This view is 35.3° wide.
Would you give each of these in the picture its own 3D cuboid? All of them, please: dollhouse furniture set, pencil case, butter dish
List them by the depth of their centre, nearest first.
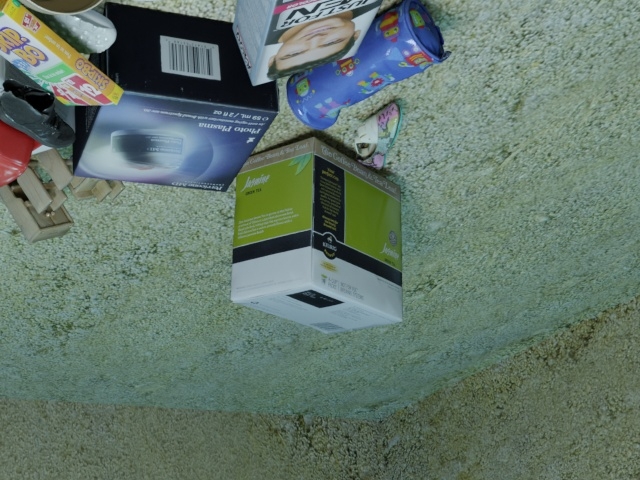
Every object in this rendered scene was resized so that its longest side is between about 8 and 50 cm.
[{"bbox_3d":[-0.546,-0.130,1.627,0.160,0.118,0.160,-22,150,27],"label":"butter dish"},{"bbox_3d":[0.083,-0.307,1.780,0.306,0.119,0.133,-27,157,35],"label":"pencil case"},{"bbox_3d":[-0.507,-0.134,1.949,0.242,0.161,0.212,-40,169,30],"label":"dollhouse furniture set"}]

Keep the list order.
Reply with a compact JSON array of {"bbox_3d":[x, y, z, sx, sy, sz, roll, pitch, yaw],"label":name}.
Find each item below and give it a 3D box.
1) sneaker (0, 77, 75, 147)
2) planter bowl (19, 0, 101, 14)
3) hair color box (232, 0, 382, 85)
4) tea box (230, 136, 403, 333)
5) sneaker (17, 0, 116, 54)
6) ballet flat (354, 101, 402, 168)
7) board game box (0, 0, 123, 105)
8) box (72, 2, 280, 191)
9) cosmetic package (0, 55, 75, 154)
[{"bbox_3d":[-0.440,-0.199,1.585,0.089,0.051,0.170,-17,150,39],"label":"sneaker"},{"bbox_3d":[-0.376,-0.386,1.390,0.162,0.162,0.109,11,177,-33],"label":"planter bowl"},{"bbox_3d":[-0.016,-0.361,1.484,0.185,0.113,0.374,-18,174,-11],"label":"hair color box"},{"bbox_3d":[0.000,0.000,2.147,0.220,0.323,0.329,-12,156,35],"label":"tea box"},{"bbox_3d":[-0.416,-0.350,1.509,0.235,0.094,0.090,15,144,-2],"label":"sneaker"},{"bbox_3d":[0.110,-0.209,2.057,0.079,0.076,0.221,0,159,-7],"label":"ballet flat"},{"bbox_3d":[-0.419,-0.280,1.478,0.124,0.039,0.259,6,154,37],"label":"board game box"},{"bbox_3d":[-0.261,-0.235,1.769,0.296,0.182,0.294,5,153,-23],"label":"box"},{"bbox_3d":[-0.636,-0.225,1.716,0.385,0.156,0.217,-15,153,17],"label":"cosmetic package"}]
